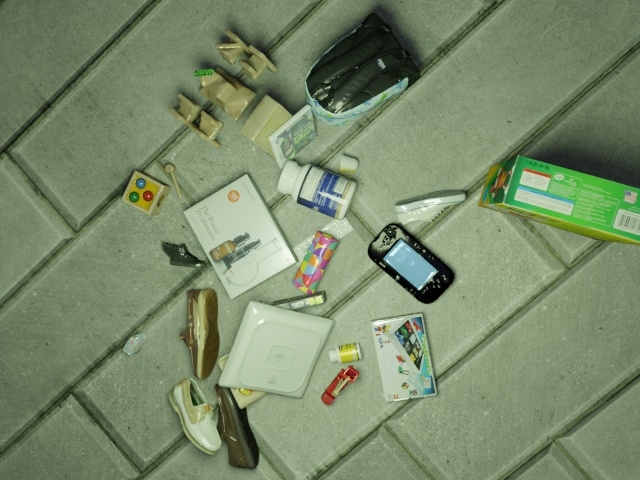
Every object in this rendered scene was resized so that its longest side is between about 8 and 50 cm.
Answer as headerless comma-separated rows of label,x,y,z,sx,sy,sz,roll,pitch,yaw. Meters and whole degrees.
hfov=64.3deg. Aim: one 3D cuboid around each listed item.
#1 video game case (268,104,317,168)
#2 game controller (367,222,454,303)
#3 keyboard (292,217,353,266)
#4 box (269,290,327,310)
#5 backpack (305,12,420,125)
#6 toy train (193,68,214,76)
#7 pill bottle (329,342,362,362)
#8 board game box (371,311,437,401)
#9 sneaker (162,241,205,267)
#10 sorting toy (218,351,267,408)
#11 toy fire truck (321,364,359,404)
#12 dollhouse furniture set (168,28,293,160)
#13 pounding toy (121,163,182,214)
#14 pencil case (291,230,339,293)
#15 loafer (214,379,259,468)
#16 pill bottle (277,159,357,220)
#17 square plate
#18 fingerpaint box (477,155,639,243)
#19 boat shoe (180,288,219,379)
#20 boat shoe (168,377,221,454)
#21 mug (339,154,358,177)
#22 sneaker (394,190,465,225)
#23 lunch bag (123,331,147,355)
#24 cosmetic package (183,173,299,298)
video game case,-0.094,-0.367,1.814,0.190,0.173,0.022,-44,66,-14
game controller,0.328,0.086,1.867,0.319,0.067,0.166,41,95,3
keyboard,0.000,0.000,1.922,0.256,0.014,0.072,-35,89,6
box,-0.084,0.231,1.890,0.206,0.114,0.036,-13,91,7
backpack,0.113,-0.561,1.787,0.355,0.273,0.290,-39,91,-16
toy train,-0.412,-0.592,1.794,0.083,0.017,0.024,5,71,23
pill bottle,0.094,0.424,1.904,0.116,0.065,0.065,-13,91,6
board game box,0.309,0.432,1.889,0.192,0.053,0.306,-10,91,7
sneaker,-0.524,0.054,1.957,0.170,0.051,0.089,4,97,9
sorting toy,-0.258,0.495,1.912,0.193,0.038,0.208,-25,92,-26
toy fire truck,0.069,0.536,1.876,0.047,0.135,0.192,37,95,3
dollhouse furniture set,-0.269,-0.480,1.863,0.394,0.256,0.362,40,95,24
pounding toy,-0.623,-0.202,1.935,0.181,0.094,0.206,28,95,4
pencil case,-0.019,0.083,1.877,0.104,0.104,0.236,28,99,4
loafer,-0.343,0.701,1.924,0.130,0.134,0.366,-16,91,6
pill bottle,-0.013,-0.187,1.846,0.264,0.153,0.153,23,94,5
square plate,-0.151,0.415,1.846,0.347,0.049,0.344,17,101,-24
fingerpaint box,0.787,-0.129,1.659,0.444,0.371,0.163,17,94,5
boat shoe,-0.467,0.353,1.940,0.123,0.123,0.342,1,93,19
boat shoe,-0.458,0.652,1.907,0.103,0.113,0.302,-48,66,10
mug,0.104,-0.278,1.886,0.064,0.078,0.062,9,61,-3
sneaker,0.400,-0.118,1.850,0.258,0.094,0.091,-12,109,10
lunch bag,-0.719,0.395,1.981,0.053,0.071,0.083,33,97,7
cosmetic package,-0.295,-0.014,1.907,0.284,0.097,0.377,-30,87,4
